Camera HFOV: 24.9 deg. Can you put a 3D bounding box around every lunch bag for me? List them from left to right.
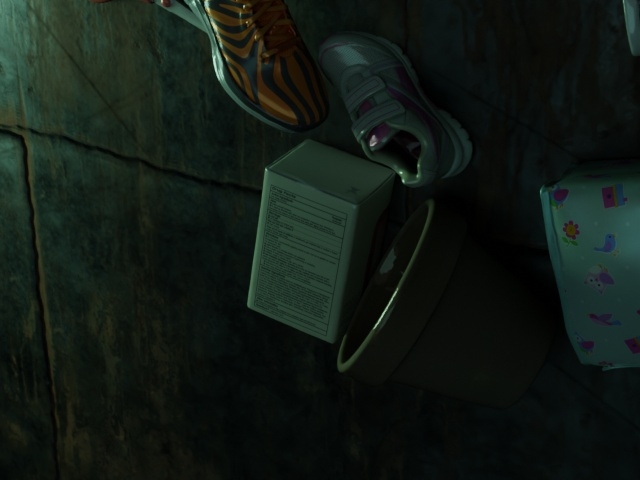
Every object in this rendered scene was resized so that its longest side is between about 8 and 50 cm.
[{"bbox_3d":[0.409,0.036,1.786,0.223,0.160,0.262,-3,106,31],"label":"lunch bag"}]

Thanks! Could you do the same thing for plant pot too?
[{"bbox_3d":[0.179,0.112,1.925,0.229,0.263,0.263,30,127,-5],"label":"plant pot"}]

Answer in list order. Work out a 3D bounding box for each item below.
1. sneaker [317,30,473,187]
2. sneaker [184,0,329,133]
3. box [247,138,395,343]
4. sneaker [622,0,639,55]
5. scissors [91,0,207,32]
[{"bbox_3d":[0.087,-0.171,1.899,0.252,0.111,0.103,45,128,4],"label":"sneaker"},{"bbox_3d":[-0.081,-0.297,1.873,0.321,0.124,0.180,55,153,7],"label":"sneaker"},{"bbox_3d":[0.000,0.000,2.028,0.148,0.127,0.232,22,123,20],"label":"box"},{"bbox_3d":[0.405,-0.364,1.631,0.146,0.104,0.296,-7,101,15],"label":"sneaker"},{"bbox_3d":[-0.231,-0.356,2.051,0.297,0.021,0.109,23,122,21],"label":"scissors"}]
